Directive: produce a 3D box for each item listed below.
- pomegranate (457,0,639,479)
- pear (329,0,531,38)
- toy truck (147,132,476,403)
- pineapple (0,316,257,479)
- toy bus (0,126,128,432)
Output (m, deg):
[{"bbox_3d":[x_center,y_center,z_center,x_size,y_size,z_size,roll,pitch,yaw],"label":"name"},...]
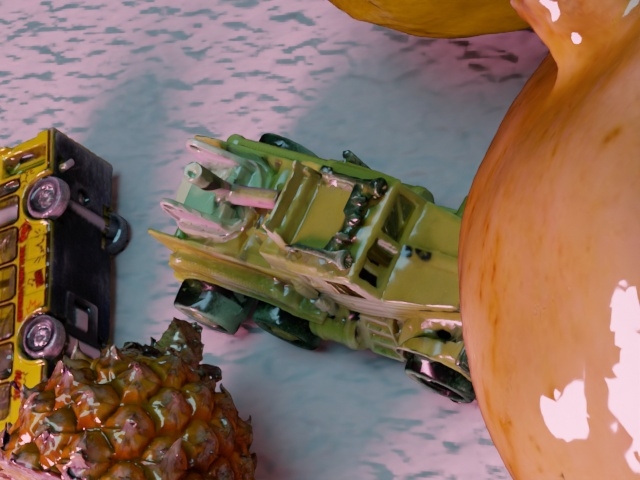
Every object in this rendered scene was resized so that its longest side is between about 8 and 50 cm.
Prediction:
[{"bbox_3d":[0.237,-0.011,0.885,0.411,0.411,0.411,-15,58,25],"label":"pomegranate"},{"bbox_3d":[0.099,-0.287,1.197,0.287,0.287,0.375,20,64,38],"label":"pear"},{"bbox_3d":[0.004,0.002,1.196,0.259,0.135,0.128,19,77,34],"label":"toy truck"},{"bbox_3d":[-0.098,0.108,1.178,0.161,0.176,0.137,8,67,34],"label":"pineapple"},{"bbox_3d":[-0.179,0.041,1.330,0.074,0.081,0.226,-19,60,29],"label":"toy bus"}]
